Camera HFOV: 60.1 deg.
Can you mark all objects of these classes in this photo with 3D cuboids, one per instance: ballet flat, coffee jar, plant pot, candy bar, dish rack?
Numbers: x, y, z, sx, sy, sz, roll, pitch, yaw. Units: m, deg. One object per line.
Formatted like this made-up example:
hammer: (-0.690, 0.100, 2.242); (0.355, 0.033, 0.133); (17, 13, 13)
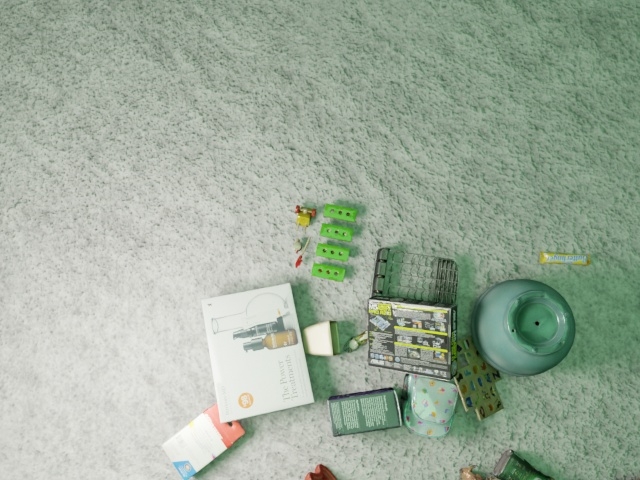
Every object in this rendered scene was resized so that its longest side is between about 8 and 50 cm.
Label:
ballet flat: (0.122, 0.319, 1.762); (0.114, 0.041, 0.041); (-32, 79, -3)
coffee jar: (0.615, 0.710, 1.634); (0.184, 0.079, 0.096); (34, 82, 10)
plant pot: (0.599, 0.242, 1.586); (0.293, 0.196, 0.293); (-1, 77, 3)
candy bar: (0.788, 0.058, 1.783); (0.162, 0.018, 0.040); (3, 79, 5)
dish rack: (0.302, 0.136, 1.773); (0.272, 0.074, 0.208); (9, 81, 4)
plant pot: (0.000, 0.312, 1.742); (0.096, 0.109, 0.109); (-9, 78, 13)

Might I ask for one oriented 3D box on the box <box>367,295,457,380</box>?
box: (0.270, 0.286, 1.651); (0.270, 0.060, 0.216); (2, 97, 33)

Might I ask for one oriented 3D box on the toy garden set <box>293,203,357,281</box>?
toy garden set: (0.000, 0.000, 1.830); (0.204, 0.049, 0.244); (12, 81, 4)

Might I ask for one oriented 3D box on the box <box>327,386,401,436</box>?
box: (0.131, 0.514, 1.666); (0.207, 0.153, 0.108); (-9, 78, 1)

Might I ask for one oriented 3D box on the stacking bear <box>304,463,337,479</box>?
stacking bear: (-0.062, 0.830, 1.621); (0.289, 0.175, 0.164); (-46, 72, 4)

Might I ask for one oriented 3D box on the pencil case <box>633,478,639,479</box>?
pencil case: (1.019, 0.735, 1.581); (0.306, 0.119, 0.133); (-11, 50, 2)

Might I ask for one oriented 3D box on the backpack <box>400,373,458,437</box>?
backpack: (0.326, 0.496, 1.664); (0.166, 0.144, 0.188); (12, 83, 0)

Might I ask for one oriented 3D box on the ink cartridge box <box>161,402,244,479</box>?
ink cartridge box: (-0.354, 0.611, 1.714); (0.231, 0.078, 0.134); (-37, 79, -4)

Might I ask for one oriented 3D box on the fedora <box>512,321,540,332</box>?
fedora: (0.602, 0.246, 1.726); (0.194, 0.079, 0.194); (-1, 76, 4)

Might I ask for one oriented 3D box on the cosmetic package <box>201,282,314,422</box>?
cosmetic package: (-0.196, 0.343, 1.711); (0.284, 0.097, 0.377); (-11, 73, -7)

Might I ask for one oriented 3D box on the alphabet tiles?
alphabet tiles: (0.476, 0.411, 1.677); (0.198, 0.009, 0.237); (-9, 75, -38)

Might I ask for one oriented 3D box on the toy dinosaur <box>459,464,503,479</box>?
toy dinosaur: (0.547, 0.770, 1.587); (0.296, 0.127, 0.200); (4, 87, 13)
